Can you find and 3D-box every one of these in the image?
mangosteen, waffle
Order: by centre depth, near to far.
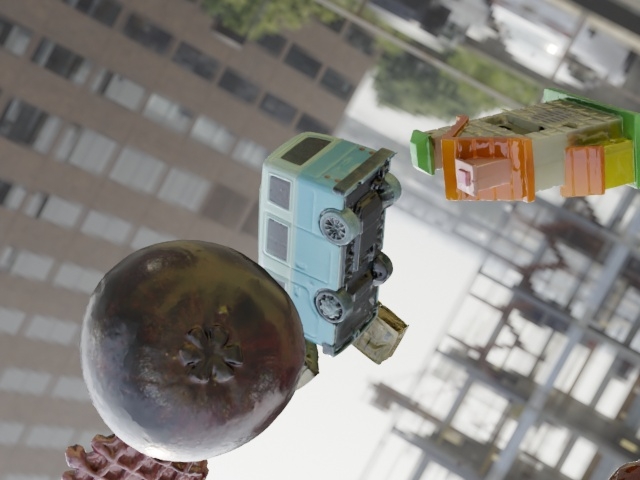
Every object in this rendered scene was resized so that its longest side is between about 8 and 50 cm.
[{"bbox_3d":[-0.141,0.112,1.603,0.236,0.235,0.261,28,172,-12],"label":"mangosteen"},{"bbox_3d":[-0.269,0.359,2.197,0.221,0.234,0.055,-10,-149,-12],"label":"waffle"}]

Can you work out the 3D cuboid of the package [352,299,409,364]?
[{"bbox_3d":[0.063,0.117,2.234,0.131,0.071,0.047,41,-147,18],"label":"package"}]

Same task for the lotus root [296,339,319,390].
[{"bbox_3d":[-0.068,0.138,2.093,0.095,0.135,0.159,-20,-101,-51],"label":"lotus root"}]

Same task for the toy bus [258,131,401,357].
[{"bbox_3d":[0.000,0.000,1.993,0.165,0.271,0.133,22,-141,25],"label":"toy bus"}]

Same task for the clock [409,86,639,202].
[{"bbox_3d":[0.277,-0.120,2.097,0.255,0.106,0.220,-15,-159,-22],"label":"clock"}]

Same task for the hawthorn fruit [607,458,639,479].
[{"bbox_3d":[0.410,0.374,1.761,0.208,0.208,0.248,25,-153,-45],"label":"hawthorn fruit"}]
